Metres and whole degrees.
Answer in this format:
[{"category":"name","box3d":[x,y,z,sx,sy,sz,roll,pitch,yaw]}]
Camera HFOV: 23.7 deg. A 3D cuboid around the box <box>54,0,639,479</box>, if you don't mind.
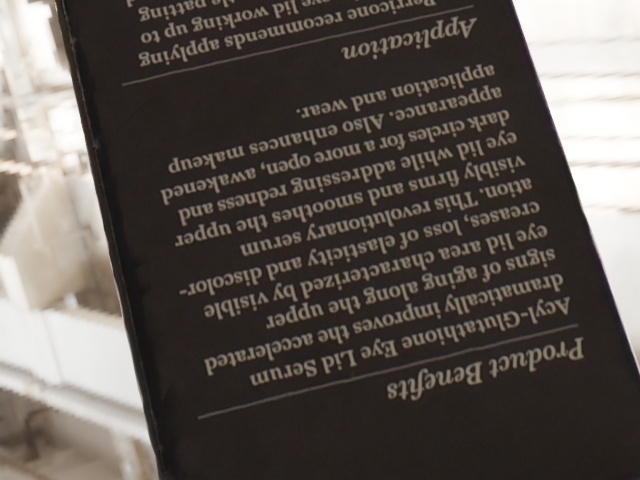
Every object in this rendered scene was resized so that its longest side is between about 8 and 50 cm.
[{"category":"box","box3d":[0.000,0.000,0.413,0.108,0.207,0.153,-14,161,-5]}]
